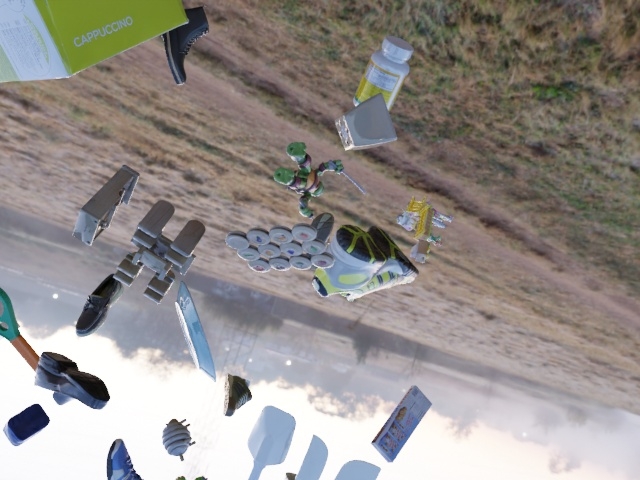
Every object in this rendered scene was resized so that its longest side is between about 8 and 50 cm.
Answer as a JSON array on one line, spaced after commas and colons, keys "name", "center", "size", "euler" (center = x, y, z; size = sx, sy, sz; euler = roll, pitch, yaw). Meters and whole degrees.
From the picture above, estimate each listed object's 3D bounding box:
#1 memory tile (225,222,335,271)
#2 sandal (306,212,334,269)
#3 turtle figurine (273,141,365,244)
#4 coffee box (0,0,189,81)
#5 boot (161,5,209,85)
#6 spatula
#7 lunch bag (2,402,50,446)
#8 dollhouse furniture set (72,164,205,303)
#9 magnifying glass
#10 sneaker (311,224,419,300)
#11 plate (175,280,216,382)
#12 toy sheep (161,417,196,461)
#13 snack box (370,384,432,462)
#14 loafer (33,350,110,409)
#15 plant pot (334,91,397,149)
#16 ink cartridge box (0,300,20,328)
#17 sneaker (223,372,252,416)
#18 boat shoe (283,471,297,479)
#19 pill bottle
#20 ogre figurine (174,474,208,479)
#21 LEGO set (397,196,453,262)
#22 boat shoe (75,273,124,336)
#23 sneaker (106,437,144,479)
[{"name": "memory tile", "center": [-0.061, 0.015, 0.860], "size": [0.147, 0.012, 0.113], "euler": [-5, 143, 21]}, {"name": "sandal", "center": [0.000, 0.000, 1.715], "size": [0.072, 0.180, 0.049], "euler": [18, -168, 24]}, {"name": "turtle figurine", "center": [-0.007, -0.178, 1.765], "size": [0.266, 0.197, 0.275], "euler": [34, -156, -58]}, {"name": "coffee box", "center": [-0.539, -0.539, 1.134], "size": [0.334, 0.338, 0.338], "euler": [8, 128, 34]}, {"name": "boot", "center": [-0.350, -0.525, 1.511], "size": [0.136, 0.198, 0.077], "euler": [-14, -164, -11]}, {"name": "spatula", "center": [-0.039, 0.341, 0.738], "size": [0.168, 0.242, 0.019], "euler": [25, -158, 8]}, {"name": "lunch bag", "center": [-0.709, 0.444, 1.365], "size": [0.065, 0.098, 0.067], "euler": [-39, 85, 39]}, {"name": "dollhouse furniture set", "center": [-0.378, -0.024, 1.233], "size": [0.242, 0.161, 0.212], "euler": [33, 134, -9]}, {"name": "magnifying glass", "center": [-0.655, 0.184, 1.182], "size": [0.231, 0.092, 0.026], "euler": [61, -168, -17]}, {"name": "sneaker", "center": [0.102, 0.059, 1.305], "size": [0.145, 0.147, 0.384], "euler": [51, -161, 27]}, {"name": "plate", "center": [-0.223, 0.163, 0.991], "size": [0.024, 0.188, 0.188], "euler": [-18, 180, -18]}, {"name": "toy sheep", "center": [-0.406, 0.565, 1.604], "size": [0.091, 0.091, 0.132], "euler": [28, -158, -43]}, {"name": "snack box", "center": [0.190, 0.422, 1.306], "size": [0.064, 0.178, 0.022], "euler": [49, 148, -5]}, {"name": "loafer", "center": [-0.402, 0.238, 0.910], "size": [0.170, 0.061, 0.062], "euler": [19, 172, 36]}, {"name": "plant pot", "center": [0.095, -0.257, 1.275], "size": [0.096, 0.109, 0.109], "euler": [-22, -173, -13]}, {"name": "ink cartridge box", "center": [-0.938, 0.227, 1.435], "size": [0.171, 0.232, 0.168], "euler": [56, 173, -2]}, {"name": "sneaker", "center": [-0.244, 0.467, 1.700], "size": [0.086, 0.064, 0.192], "euler": [17, -166, -14]}, {"name": "boat shoe", "center": [-0.053, 0.704, 1.481], "size": [0.114, 0.091, 0.302], "euler": [19, 173, -3]}, {"name": "pill bottle", "center": [0.183, -0.469, 1.617], "size": [0.117, 0.118, 0.209], "euler": [19, 127, -8]}, {"name": "ogre figurine", "center": [-0.411, 0.762, 1.693], "size": [0.196, 0.097, 0.118], "euler": [3, 145, -36]}, {"name": "LEGO set", "center": [0.300, -0.034, 1.544], "size": [0.107, 0.132, 0.287], "euler": [26, -160, -14]}, {"name": "boat shoe", "center": [-0.676, 0.190, 1.709], "size": [0.080, 0.224, 0.074], "euler": [8, 132, 14]}, {"name": "sneaker", "center": [-0.469, 0.585, 1.381], "size": [0.081, 0.211, 0.080], "euler": [-9, -177, 1]}]
